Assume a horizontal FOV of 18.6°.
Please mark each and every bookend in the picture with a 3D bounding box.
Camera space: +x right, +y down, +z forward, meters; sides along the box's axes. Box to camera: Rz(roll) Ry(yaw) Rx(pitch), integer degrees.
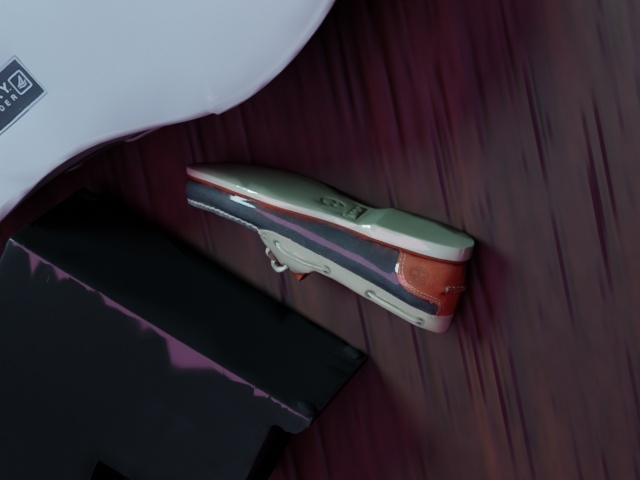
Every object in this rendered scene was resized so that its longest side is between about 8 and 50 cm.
[{"bbox_3d":[-0.086,0.086,0.899,0.157,0.072,0.156,30,118,10],"label":"bookend"}]

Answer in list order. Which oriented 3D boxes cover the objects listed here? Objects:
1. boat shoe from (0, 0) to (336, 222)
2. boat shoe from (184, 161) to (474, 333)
[{"bbox_3d":[-0.093,-0.087,0.845,0.301,0.102,0.108,-34,100,35],"label":"boat shoe"},{"bbox_3d":[0.000,0.000,0.857,0.137,0.049,0.043,19,111,15],"label":"boat shoe"}]
